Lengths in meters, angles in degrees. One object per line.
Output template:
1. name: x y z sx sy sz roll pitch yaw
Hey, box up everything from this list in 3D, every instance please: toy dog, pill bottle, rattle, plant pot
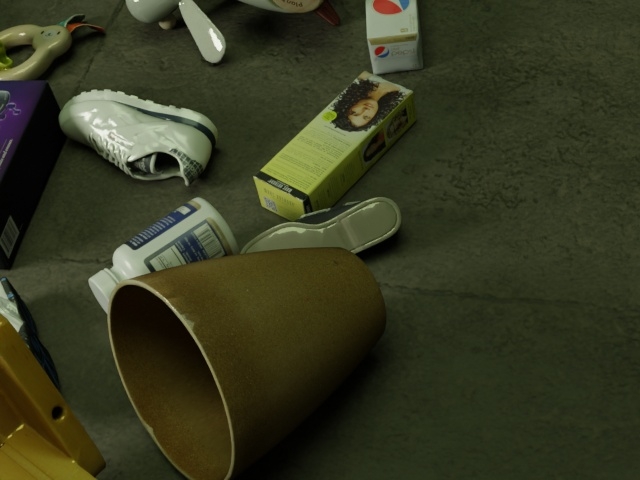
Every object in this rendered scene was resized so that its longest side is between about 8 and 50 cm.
1. toy dog: -0.102 -0.356 1.896 0.333 0.161 0.220 9 53 38
2. pill bottle: -0.191 0.029 1.579 0.169 0.094 0.094 -34 51 -18
3. rattle: -0.433 -0.318 1.915 0.199 0.143 0.130 -28 30 -5
4. plant pot: -0.060 0.108 1.418 0.254 0.237 0.237 -23 46 -31

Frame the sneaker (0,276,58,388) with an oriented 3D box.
1. sneaker: -0.371 0.133 1.546 0.081 0.080 0.211 -30 40 -6

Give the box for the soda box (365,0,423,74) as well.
1. soda box: 0.103 -0.334 1.857 0.074 0.069 0.216 -6 49 7

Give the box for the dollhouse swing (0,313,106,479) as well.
1. dollhouse swing: -0.358 0.263 1.220 0.347 0.315 0.305 -42 33 -25

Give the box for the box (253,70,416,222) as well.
1. box: 0.022 -0.120 1.692 0.087 0.058 0.232 26 59 30

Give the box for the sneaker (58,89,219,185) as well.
1. sneaker: -0.256 -0.135 1.750 0.235 0.090 0.095 10 61 22

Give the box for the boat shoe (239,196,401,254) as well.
1. boat shoe: 0.000 0.000 1.603 0.206 0.075 0.065 -20 5 1

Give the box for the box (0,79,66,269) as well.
1. box: -0.471 -0.093 1.746 0.184 0.103 0.261 0 49 15
